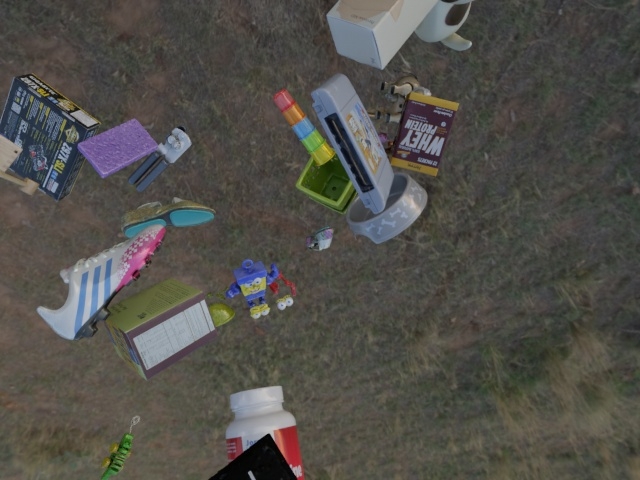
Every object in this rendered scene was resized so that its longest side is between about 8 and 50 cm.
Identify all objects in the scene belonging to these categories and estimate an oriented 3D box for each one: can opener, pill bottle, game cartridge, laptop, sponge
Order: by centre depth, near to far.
[{"bbox_3d":[-0.131,0.551,0.822,0.264,0.234,0.137,-35,152,-13],"label":"laptop"},{"bbox_3d":[0.084,-0.229,1.010,0.062,0.198,0.297,-18,114,30],"label":"game cartridge"},{"bbox_3d":[-0.626,-0.290,1.371,0.117,0.210,0.031,50,141,-6],"label":"sponge"},{"bbox_3d":[-0.176,0.682,1.385,0.228,0.408,0.229,-10,160,-4],"label":"pill bottle"},{"bbox_3d":[-0.548,-0.279,1.520,0.280,0.093,0.074,-41,105,14],"label":"can opener"}]

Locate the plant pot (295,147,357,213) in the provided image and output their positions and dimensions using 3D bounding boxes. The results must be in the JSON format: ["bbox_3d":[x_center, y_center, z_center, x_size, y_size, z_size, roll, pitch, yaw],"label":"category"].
[{"bbox_3d":[0.056,-0.256,1.953,0.228,0.227,0.207,27,174,18],"label":"plant pot"}]

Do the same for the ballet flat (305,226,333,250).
[{"bbox_3d":[0.000,0.000,1.829,0.076,0.079,0.221,-7,173,-26],"label":"ballet flat"}]

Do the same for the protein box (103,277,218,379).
[{"bbox_3d":[-0.409,0.213,1.117,0.201,0.199,0.136,-29,115,-36],"label":"protein box"}]

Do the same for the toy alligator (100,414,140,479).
[{"bbox_3d":[-0.570,0.603,1.272,0.051,0.190,0.056,-5,141,43],"label":"toy alligator"}]

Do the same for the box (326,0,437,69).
[{"bbox_3d":[0.170,-0.574,1.042,0.311,0.148,0.121,-53,152,-10],"label":"box"}]

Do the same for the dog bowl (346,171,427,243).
[{"bbox_3d":[0.253,-0.140,1.785,0.348,0.349,0.102,-30,116,21],"label":"dog bowl"}]

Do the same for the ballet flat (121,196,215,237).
[{"bbox_3d":[-0.584,-0.105,1.685,0.348,0.123,0.123,-14,135,-12],"label":"ballet flat"}]

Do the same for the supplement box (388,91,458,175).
[{"bbox_3d":[0.282,-0.301,1.240,0.129,0.191,0.194,15,107,3],"label":"supplement box"}]

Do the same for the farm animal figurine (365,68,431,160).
[{"bbox_3d":[0.275,-0.444,1.582,0.172,0.330,0.327,-6,135,-23],"label":"farm animal figurine"}]

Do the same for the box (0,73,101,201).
[{"bbox_3d":[-0.895,-0.325,1.428,0.257,0.079,0.322,35,119,-10],"label":"box"}]

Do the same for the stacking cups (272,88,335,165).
[{"bbox_3d":[-0.064,-0.443,1.718,0.096,0.096,0.316,-28,116,19],"label":"stacking cups"}]

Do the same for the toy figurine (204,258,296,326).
[{"bbox_3d":[-0.275,0.142,1.551,0.362,0.191,0.217,-16,134,-15],"label":"toy figurine"}]

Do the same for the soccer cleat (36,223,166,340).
[{"bbox_3d":[-0.501,0.068,1.020,0.143,0.331,0.116,37,155,-12],"label":"soccer cleat"}]

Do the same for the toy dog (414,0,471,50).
[{"bbox_3d":[0.367,-0.778,1.336,0.284,0.408,0.396,-28,99,-3],"label":"toy dog"}]

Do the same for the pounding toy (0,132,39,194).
[{"bbox_3d":[-0.736,-0.199,1.011,0.181,0.094,0.206,17,161,43],"label":"pounding toy"}]
